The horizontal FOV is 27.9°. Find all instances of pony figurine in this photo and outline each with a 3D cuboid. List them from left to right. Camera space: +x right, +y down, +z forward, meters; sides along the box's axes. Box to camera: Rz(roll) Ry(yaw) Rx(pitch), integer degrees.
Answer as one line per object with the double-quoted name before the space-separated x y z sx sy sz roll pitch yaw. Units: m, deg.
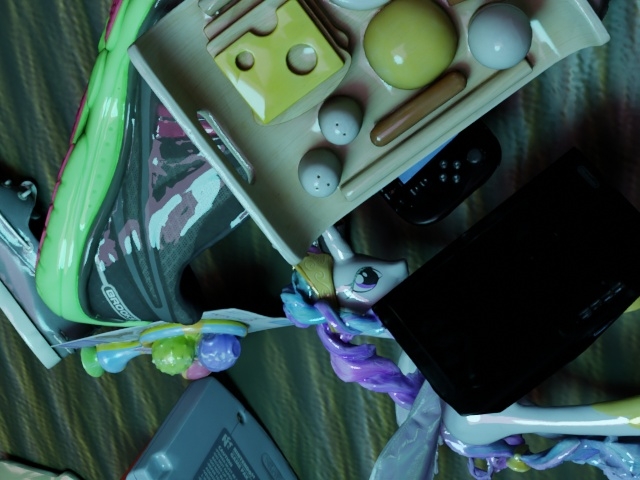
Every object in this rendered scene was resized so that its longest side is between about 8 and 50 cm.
"pony figurine" 0.139 0.137 1.174 0.363 0.303 0.351 2 110 8

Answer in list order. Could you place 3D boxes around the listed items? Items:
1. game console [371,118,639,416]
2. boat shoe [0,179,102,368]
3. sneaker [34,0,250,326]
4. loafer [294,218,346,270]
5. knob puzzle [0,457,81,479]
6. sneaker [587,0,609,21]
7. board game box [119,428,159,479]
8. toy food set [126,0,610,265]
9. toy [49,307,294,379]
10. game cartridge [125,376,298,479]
"game console" 0.098 -0.039 1.075 0.213 0.044 0.361 -39 63 -1
"boat shoe" -0.342 -0.018 1.394 0.099 0.116 0.319 -32 98 -10
"sneaker" -0.106 -0.128 1.159 0.202 0.185 0.483 17 119 -14
"loafer" 0.000 0.000 1.257 0.061 0.062 0.170 -32 104 30
"knob puzzle" -0.325 0.370 1.633 0.213 0.030 0.213 5 111 14
"sneaker" 0.172 -0.292 0.977 0.115 0.105 0.281 10 123 18
"board game box" -0.203 0.330 1.459 0.045 0.193 0.147 11 122 17
"toy food set" 0.035 -0.151 0.988 0.306 0.092 0.220 -36 104 10
"toy" -0.147 0.116 1.344 0.237 0.137 0.056 -9 78 30
"game cartridge" -0.083 0.305 1.387 0.062 0.198 0.297 -23 107 24
